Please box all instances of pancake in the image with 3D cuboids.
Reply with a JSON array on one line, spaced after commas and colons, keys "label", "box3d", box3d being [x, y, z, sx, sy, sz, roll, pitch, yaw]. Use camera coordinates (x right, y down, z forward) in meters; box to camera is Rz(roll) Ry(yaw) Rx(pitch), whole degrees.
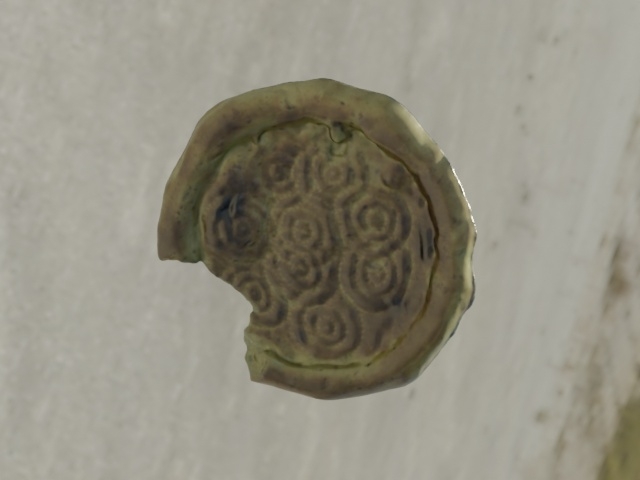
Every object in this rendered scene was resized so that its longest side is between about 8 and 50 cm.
[{"label": "pancake", "box3d": [0.000, 0.000, 1.213, 0.212, 0.235, 0.029, -41, -174, 15]}]
